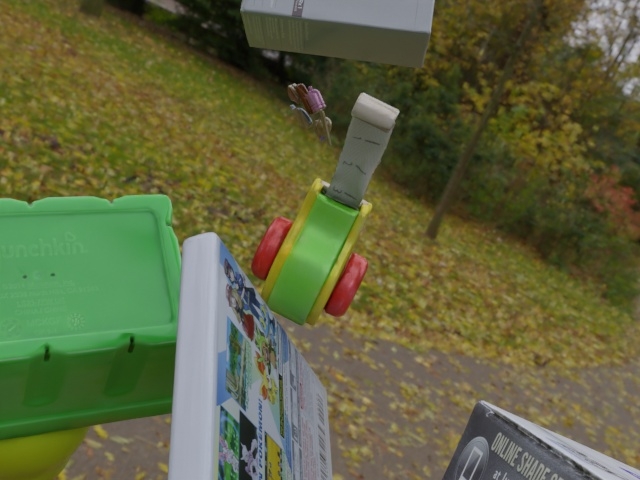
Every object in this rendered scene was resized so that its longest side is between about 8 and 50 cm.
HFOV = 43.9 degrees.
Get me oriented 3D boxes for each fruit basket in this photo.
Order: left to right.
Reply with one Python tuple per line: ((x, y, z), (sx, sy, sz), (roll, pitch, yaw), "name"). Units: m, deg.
((-0.334, 0.121, 0.895), (0.392, 0.392, 0.283), (12, 58, -50), "fruit basket")

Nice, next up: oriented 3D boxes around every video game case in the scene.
((-0.046, 0.207, 0.663), (0.300, 0.036, 0.329), (62, 19, -49), "video game case")

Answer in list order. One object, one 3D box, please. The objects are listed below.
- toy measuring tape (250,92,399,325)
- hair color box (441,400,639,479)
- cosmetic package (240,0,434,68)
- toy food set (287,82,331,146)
((0.000, 0.000, 0.758), (0.121, 0.121, 0.330), (26, -30, 2), "toy measuring tape")
((0.235, 0.210, 0.402), (0.338, 0.110, 0.185), (26, -2, -10), "hair color box")
((0.028, -0.307, 1.010), (0.237, 0.127, 0.107), (5, -14, 5), "cosmetic package")
((-0.012, -0.177, 1.065), (0.122, 0.019, 0.078), (49, -20, 46), "toy food set")
